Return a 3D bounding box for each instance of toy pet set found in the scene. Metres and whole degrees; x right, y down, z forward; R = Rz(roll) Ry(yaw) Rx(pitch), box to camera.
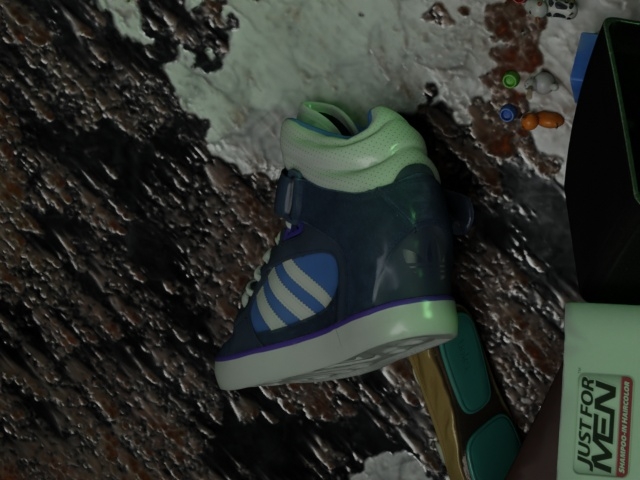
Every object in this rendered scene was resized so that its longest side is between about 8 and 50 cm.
[{"bbox_3d":[0.198,-0.137,1.503,0.114,0.065,0.122,11,117,18],"label":"toy pet set"}]

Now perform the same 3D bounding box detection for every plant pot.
[{"bbox_3d":[0.285,-0.040,1.426,0.187,0.188,0.167,8,143,-15],"label":"plant pot"}]

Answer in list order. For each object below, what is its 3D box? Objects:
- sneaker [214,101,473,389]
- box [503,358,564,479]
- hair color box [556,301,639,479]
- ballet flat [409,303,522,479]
[{"bbox_3d":[0.000,0.000,1.638,0.322,0.130,0.236,-23,74,53],"label":"sneaker"},{"bbox_3d":[0.249,0.243,1.532,0.191,0.143,0.381,27,98,18],"label":"box"},{"bbox_3d":[0.369,0.150,1.353,0.374,0.113,0.185,2,85,17],"label":"hair color box"},{"bbox_3d":[0.132,0.160,1.675,0.073,0.080,0.232,4,115,52],"label":"ballet flat"}]
